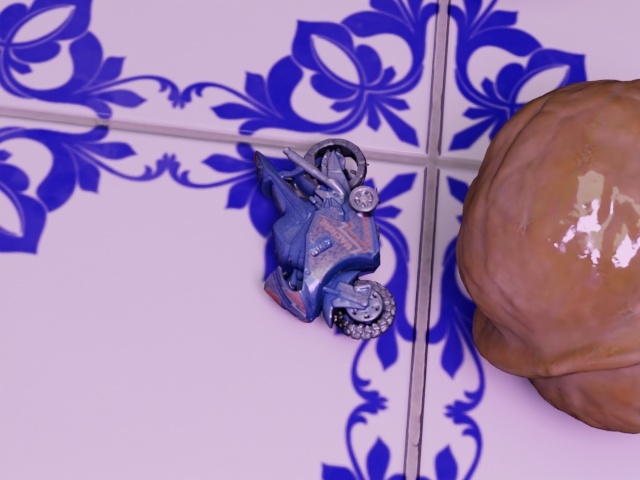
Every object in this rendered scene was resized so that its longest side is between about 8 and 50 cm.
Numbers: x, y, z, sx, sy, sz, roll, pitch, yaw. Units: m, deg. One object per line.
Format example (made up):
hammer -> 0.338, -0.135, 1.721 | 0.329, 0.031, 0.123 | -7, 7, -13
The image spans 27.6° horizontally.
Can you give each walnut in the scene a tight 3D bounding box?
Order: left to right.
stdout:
walnut -> 0.248, 0.015, 1.074 | 0.285, 0.285, 0.296 | -44, 111, -22

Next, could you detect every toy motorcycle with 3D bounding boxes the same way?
toy motorcycle -> 0.000, 0.000, 1.170 | 0.114, 0.076, 0.205 | -10, 63, -1
